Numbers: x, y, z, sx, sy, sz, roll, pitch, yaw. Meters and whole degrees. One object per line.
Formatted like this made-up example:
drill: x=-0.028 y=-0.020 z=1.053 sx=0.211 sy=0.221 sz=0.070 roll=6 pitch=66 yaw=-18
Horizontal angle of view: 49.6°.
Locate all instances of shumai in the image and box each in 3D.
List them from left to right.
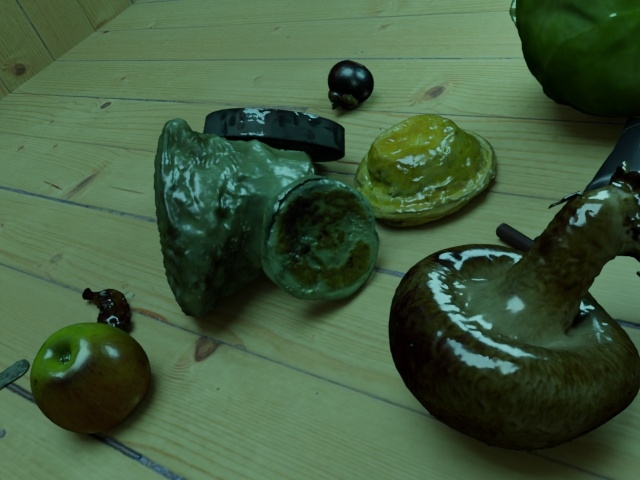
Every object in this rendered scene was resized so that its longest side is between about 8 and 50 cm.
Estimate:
shumai: x=-0.155 y=-0.056 z=1.359 sx=0.324 sy=0.324 sz=0.397 roll=-7 pitch=57 yaw=-6

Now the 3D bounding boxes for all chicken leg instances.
chicken leg: x=-0.450 y=0.142 z=1.457 sx=0.090 sy=0.048 sz=0.219 roll=-29 pitch=37 yaw=-12

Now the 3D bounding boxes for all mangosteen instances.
mangosteen: x=0.069 y=-0.392 z=1.774 sx=0.140 sy=0.140 sz=0.140 roll=-15 pitch=38 yaw=12

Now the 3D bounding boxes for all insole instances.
insole: x=-0.685 y=0.307 z=1.419 sx=0.193 sy=0.006 sz=0.065 roll=-35 pitch=38 yaw=-14

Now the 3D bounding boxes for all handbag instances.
handbag: x=0.611 y=-0.130 z=1.179 sx=0.254 sy=0.088 sz=0.211 roll=15 pitch=58 yaw=39

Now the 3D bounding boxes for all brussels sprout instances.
brussels sprout: x=0.565 y=-0.409 z=1.333 sx=0.425 sy=0.342 sz=0.361 roll=32 pitch=76 yaw=0

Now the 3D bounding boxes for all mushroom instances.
mushroom: x=0.271 y=0.098 z=0.898 sx=0.334 sy=0.356 sz=0.331 roll=2 pitch=51 yaw=-14

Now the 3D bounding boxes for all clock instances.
clock: x=-0.102 y=-0.227 z=1.529 sx=0.319 sy=0.319 sz=0.066 roll=2 pitch=87 yaw=30

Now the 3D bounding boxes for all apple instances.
apple: x=-0.406 y=0.235 z=1.217 sx=0.196 sy=0.196 sz=0.196 roll=-15 pitch=38 yaw=12

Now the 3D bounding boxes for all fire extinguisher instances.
fire extinguisher: x=0.373 y=0.015 z=1.184 sx=0.049 sy=0.035 sz=0.173 roll=2 pitch=25 yaw=-31

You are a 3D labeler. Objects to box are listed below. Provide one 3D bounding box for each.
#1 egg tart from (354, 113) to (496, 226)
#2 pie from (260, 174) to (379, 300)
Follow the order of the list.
egg tart: x=0.203 y=-0.164 z=1.410 sx=0.319 sy=0.128 sz=0.318 roll=-13 pitch=38 yaw=11
pie: x=0.000 y=0.000 z=1.238 sx=0.240 sy=0.240 sz=0.054 roll=-38 pitch=17 yaw=-18
